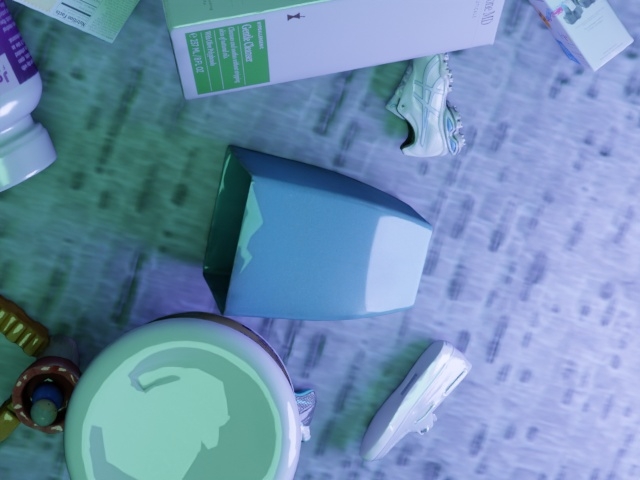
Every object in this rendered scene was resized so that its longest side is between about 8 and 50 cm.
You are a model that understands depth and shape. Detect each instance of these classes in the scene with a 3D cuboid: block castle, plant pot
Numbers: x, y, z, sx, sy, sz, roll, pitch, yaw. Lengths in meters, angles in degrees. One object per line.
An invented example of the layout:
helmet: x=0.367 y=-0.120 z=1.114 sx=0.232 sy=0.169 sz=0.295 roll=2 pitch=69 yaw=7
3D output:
block castle: x=-0.521 y=0.128 z=1.599 sx=0.453 sy=0.213 sz=0.303 roll=42 pitch=97 yaw=-15
plant pot: x=0.000 y=0.000 z=1.656 sx=0.234 sy=0.165 sz=0.165 roll=8 pitch=104 yaw=-16

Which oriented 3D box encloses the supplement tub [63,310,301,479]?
supplement tub: x=-0.144 y=0.200 z=1.543 sx=0.241 sy=0.331 sz=0.241 roll=0 pitch=89 yaw=-2

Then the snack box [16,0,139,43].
snack box: x=-0.288 y=-0.341 z=1.470 sx=0.187 sy=0.060 sz=0.322 roll=-55 pitch=148 yaw=11

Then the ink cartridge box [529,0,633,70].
ink cartridge box: x=0.278 y=-0.292 z=1.632 sx=0.061 sy=0.104 sz=0.181 roll=-37 pitch=105 yaw=4

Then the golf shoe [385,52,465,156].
golf shoe: x=0.116 y=-0.180 z=1.666 sx=0.086 sy=0.069 sz=0.176 roll=-11 pitch=105 yaw=3

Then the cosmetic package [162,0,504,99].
cosmetic package: x=0.010 y=-0.287 z=1.536 sx=0.366 sy=0.197 sz=0.155 roll=-10 pitch=73 yaw=-2

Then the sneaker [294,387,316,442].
sneaker: x=-0.079 y=0.191 z=1.754 sx=0.166 sy=0.065 sz=0.076 roll=24 pitch=85 yaw=-15

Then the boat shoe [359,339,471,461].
boat shoe: x=0.122 y=0.212 z=1.778 sx=0.063 sy=0.066 sz=0.184 roll=36 pitch=89 yaw=-13

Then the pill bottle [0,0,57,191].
pill bottle: x=-0.411 y=-0.200 z=1.545 sx=0.169 sy=0.169 sz=0.301 roll=-24 pitch=107 yaw=0
